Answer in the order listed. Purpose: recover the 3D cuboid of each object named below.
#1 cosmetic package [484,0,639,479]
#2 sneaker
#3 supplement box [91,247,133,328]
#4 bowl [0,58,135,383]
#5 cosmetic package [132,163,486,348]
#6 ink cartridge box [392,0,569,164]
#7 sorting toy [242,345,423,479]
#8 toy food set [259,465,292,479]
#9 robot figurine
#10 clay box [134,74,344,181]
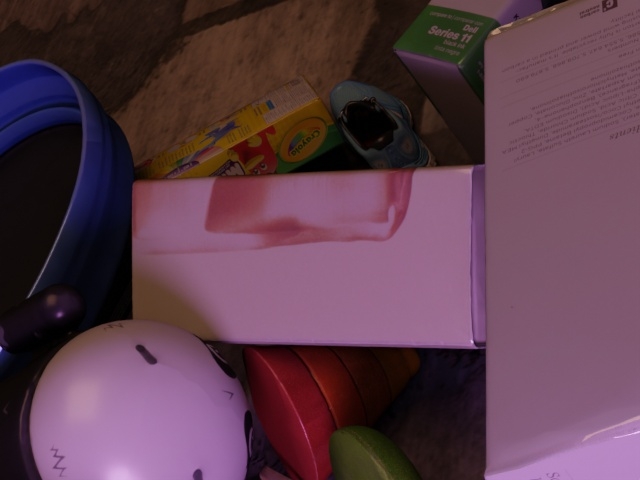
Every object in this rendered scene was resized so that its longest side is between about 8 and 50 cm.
[{"bbox_3d":[0.214,0.034,1.106,0.156,0.217,0.385,-20,39,26],"label":"cosmetic package"},{"bbox_3d":[0.046,-0.105,1.515,0.063,0.073,0.162,-40,36,2],"label":"sneaker"},{"bbox_3d":[-0.221,0.078,1.564,0.239,0.073,0.130,-1,51,40],"label":"supplement box"},{"bbox_3d":[-0.310,0.025,1.540,0.391,0.077,0.391,-30,43,32],"label":"bowl"},{"bbox_3d":[0.018,0.012,1.298,0.296,0.153,0.129,0,90,32],"label":"cosmetic package"},{"bbox_3d":[0.179,-0.174,1.402,0.087,0.153,0.208,21,69,50],"label":"ink cartridge box"},{"bbox_3d":[0.076,0.155,1.217,0.126,0.127,0.365,-24,30,-19],"label":"sorting toy"},{"bbox_3d":[-0.052,0.232,1.302,0.078,0.019,0.122,20,75,51],"label":"toy food set"},{"bbox_3d":[-0.162,0.157,1.297,0.278,0.209,0.173,-31,35,55],"label":"robot figurine"},{"bbox_3d":[-0.094,-0.066,1.559,0.222,0.053,0.127,-30,16,1],"label":"clay box"}]
